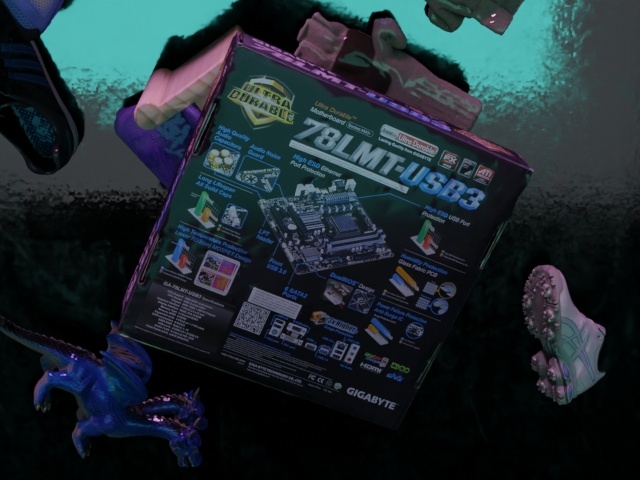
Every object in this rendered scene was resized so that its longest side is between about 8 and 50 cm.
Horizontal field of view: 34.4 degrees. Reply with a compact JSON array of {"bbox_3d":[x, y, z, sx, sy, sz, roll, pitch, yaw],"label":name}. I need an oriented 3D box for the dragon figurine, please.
[{"bbox_3d":[-0.242,0.152,1.170,0.144,0.085,0.289,-28,112,9],"label":"dragon figurine"}]

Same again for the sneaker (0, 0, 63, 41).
[{"bbox_3d":[-0.389,-0.277,0.943,0.329,0.130,0.147,20,89,-10],"label":"sneaker"}]

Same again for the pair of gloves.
[{"bbox_3d":[0.090,-0.220,1.051,0.204,0.042,0.240,20,109,-7],"label":"pair of gloves"}]

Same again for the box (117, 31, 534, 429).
[{"bbox_3d":[0.000,0.000,0.963,0.295,0.073,0.293,21,106,-12],"label":"box"}]

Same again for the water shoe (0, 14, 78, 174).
[{"bbox_3d":[-0.312,-0.160,1.038,0.073,0.080,0.203,-30,111,10],"label":"water shoe"}]

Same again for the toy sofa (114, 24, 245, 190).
[{"bbox_3d":[-0.055,-0.023,1.069,0.177,0.150,0.363,-33,110,10],"label":"toy sofa"}]

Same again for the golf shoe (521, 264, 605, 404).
[{"bbox_3d":[0.285,0.099,1.192,0.086,0.069,0.176,-20,117,-16],"label":"golf shoe"}]
